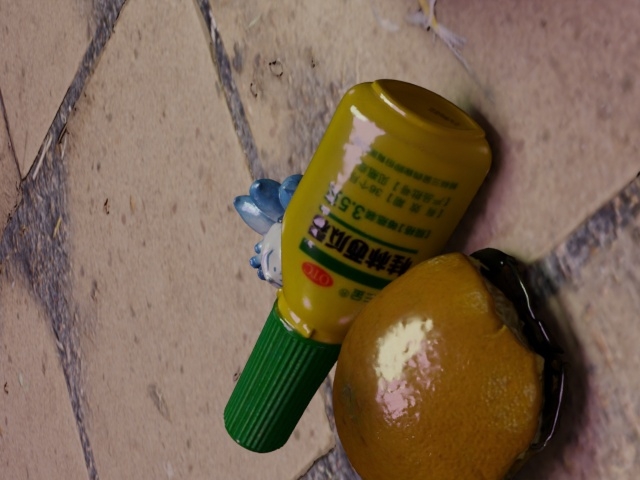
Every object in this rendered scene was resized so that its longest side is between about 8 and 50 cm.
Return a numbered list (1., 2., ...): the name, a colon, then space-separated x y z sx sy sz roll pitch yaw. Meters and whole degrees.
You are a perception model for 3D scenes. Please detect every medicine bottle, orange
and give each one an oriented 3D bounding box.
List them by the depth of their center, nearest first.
1. orange: 0.064 0.086 0.811 0.160 0.112 0.170 -5 78 61
2. medicine bottle: 0.009 0.024 0.873 0.064 0.095 0.260 -78 14 -60

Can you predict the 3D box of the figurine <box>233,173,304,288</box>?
1. figurine: 0.000 0.000 0.931 0.114 0.079 0.114 29 137 32
